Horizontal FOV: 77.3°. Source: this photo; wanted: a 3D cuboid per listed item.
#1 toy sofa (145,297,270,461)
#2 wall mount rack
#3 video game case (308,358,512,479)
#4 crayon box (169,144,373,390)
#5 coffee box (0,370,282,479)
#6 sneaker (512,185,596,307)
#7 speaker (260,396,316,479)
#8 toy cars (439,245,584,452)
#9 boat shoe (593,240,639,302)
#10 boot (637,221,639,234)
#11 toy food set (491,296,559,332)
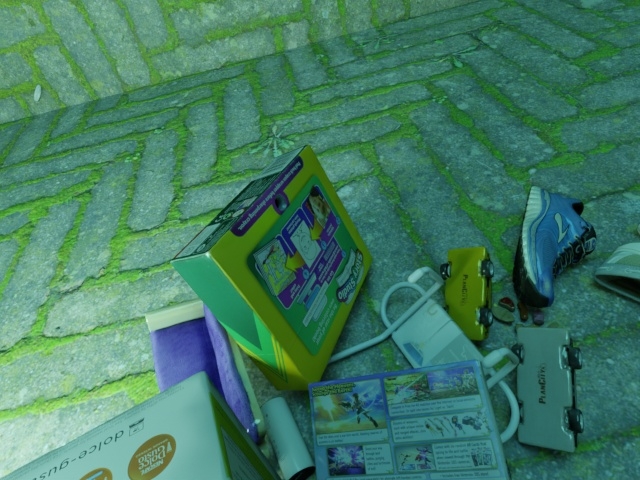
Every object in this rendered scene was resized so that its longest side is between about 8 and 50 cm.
[{"bbox_3d":[-0.216,0.255,0.724,0.150,0.177,0.362,-15,44,-20],"label":"toy sofa"},{"bbox_3d":[0.158,0.225,0.723,0.304,0.130,0.350,-47,45,11],"label":"wall mount rack"},{"bbox_3d":[0.123,0.317,0.576,0.270,0.061,0.244,-16,66,21],"label":"video game case"},{"bbox_3d":[-0.053,0.040,0.770,0.106,0.313,0.363,-12,30,35],"label":"crayon box"},{"bbox_3d":[-0.172,0.423,0.402,0.338,0.338,0.334,-27,30,-11],"label":"coffee box"},{"bbox_3d":[0.498,0.005,0.844,0.147,0.129,0.330,11,50,27],"label":"sneaker"},{"bbox_3d":[-0.060,0.348,0.699,0.055,0.055,0.136,-26,46,-12],"label":"speaker"},{"bbox_3d":[0.343,0.178,0.738,0.176,0.087,0.393,-46,45,18],"label":"toy cars"},{"bbox_3d":[0.671,0.114,0.710,0.103,0.118,0.320,-35,44,-12],"label":"boat shoe"},{"bbox_3d":[0.791,-0.023,0.838,0.190,0.069,0.086,29,62,37],"label":"boot"},{"bbox_3d":[0.402,0.153,0.801,0.078,0.019,0.122,-31,40,-17],"label":"toy food set"}]
